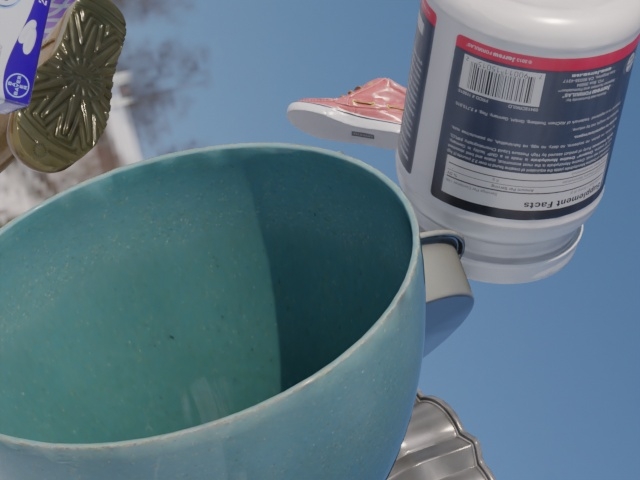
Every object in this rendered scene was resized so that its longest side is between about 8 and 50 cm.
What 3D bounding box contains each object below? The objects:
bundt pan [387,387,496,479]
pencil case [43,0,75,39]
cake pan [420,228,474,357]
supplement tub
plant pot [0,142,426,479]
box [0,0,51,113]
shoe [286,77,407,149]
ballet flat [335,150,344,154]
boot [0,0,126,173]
[{"bbox_3d":[0.074,0.340,1.980,0.331,0.124,0.330,19,-67,54],"label":"bundt pan"},{"bbox_3d":[-0.342,-0.284,2.149,0.088,0.086,0.206,40,-25,23],"label":"pencil case"},{"bbox_3d":[0.008,0.094,1.400,0.054,0.293,0.293,59,-16,16],"label":"cake pan"},{"bbox_3d":[0.170,-0.118,1.478,0.191,0.191,0.272,-118,-152,-49],"label":"supplement tub"},{"bbox_3d":[-0.066,0.099,0.994,0.290,0.290,0.195,-123,-165,-56],"label":"plant pot"},{"bbox_3d":[-0.305,-0.185,1.399,0.072,0.137,0.126,-1,-103,64],"label":"box"},{"bbox_3d":[0.047,-0.180,2.279,0.063,0.178,0.081,94,9,-62],"label":"shoe"},{"bbox_3d":[0.000,0.000,1.976,0.068,0.213,0.072,24,-3,22],"label":"ballet flat"},{"bbox_3d":[-0.312,-0.108,1.710,0.269,0.089,0.236,-32,-153,42],"label":"boot"}]
